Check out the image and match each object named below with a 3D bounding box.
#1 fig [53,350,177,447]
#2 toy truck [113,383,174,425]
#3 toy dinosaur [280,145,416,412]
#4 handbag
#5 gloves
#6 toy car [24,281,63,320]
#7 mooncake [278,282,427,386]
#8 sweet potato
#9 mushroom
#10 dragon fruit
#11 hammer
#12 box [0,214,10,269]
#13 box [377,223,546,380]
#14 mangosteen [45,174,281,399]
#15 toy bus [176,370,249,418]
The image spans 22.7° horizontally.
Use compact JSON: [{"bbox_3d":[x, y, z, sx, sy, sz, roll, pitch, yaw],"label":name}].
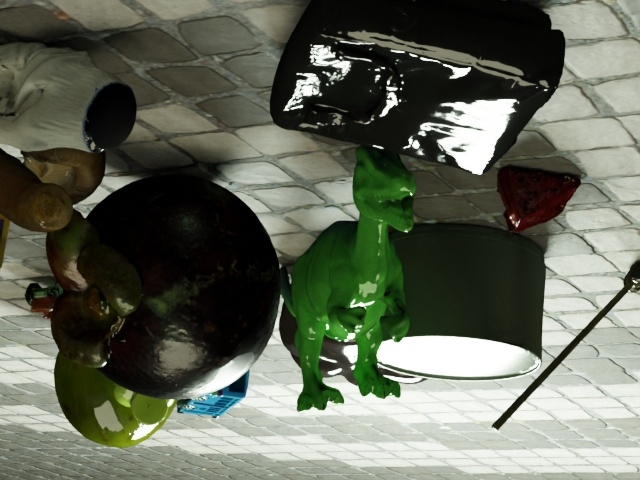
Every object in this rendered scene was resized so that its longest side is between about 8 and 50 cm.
[{"bbox_3d":[-0.333,0.221,2.574,0.203,0.203,0.225,2,149,10],"label":"fig"},{"bbox_3d":[-0.258,0.187,2.420,0.148,0.210,0.187,8,164,-13],"label":"toy truck"},{"bbox_3d":[0.000,0.000,1.941,0.144,0.374,0.500,-8,-154,-17],"label":"toy dinosaur"},{"bbox_3d":[0.084,-0.153,1.483,0.244,0.088,0.275,10,165,-7],"label":"handbag"},{"bbox_3d":[-0.281,-0.139,1.580,0.229,0.119,0.097,17,180,26],"label":"gloves"},{"bbox_3d":[-0.387,0.101,2.439,0.073,0.054,0.143,-6,159,27],"label":"toy car"},{"bbox_3d":[0.064,0.122,2.262,0.245,0.133,0.245,11,158,4],"label":"mooncake"},{"bbox_3d":[-0.399,-0.074,1.773,0.385,0.109,0.109,10,168,39],"label":"sweet potato"},{"bbox_3d":[-0.290,-0.092,1.793,0.094,0.072,0.210,9,162,0],"label":"mushroom"},{"bbox_3d":[0.242,-0.031,1.835,0.097,0.063,0.131,6,162,-1],"label":"dragon fruit"},{"bbox_3d":[0.321,0.138,2.052,0.029,0.292,0.058,42,168,14],"label":"hammer"},{"bbox_3d":[-0.549,0.023,2.203,0.193,0.084,0.301,10,161,-16],"label":"box"},{"bbox_3d":[0.177,0.084,2.066,0.226,0.149,0.226,5,162,2],"label":"box"},{"bbox_3d":[-0.189,0.055,1.887,0.288,0.288,0.288,5,162,2],"label":"mangosteen"},{"bbox_3d":[-0.189,0.251,2.780,0.106,0.090,0.184,9,161,-15],"label":"toy bus"}]
